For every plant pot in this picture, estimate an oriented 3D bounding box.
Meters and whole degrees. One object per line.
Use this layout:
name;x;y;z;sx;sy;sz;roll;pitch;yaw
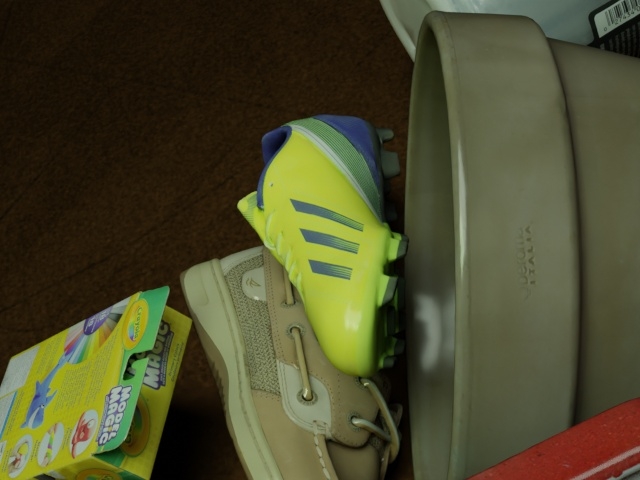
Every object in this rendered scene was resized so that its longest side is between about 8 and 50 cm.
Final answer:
plant pot;0.200;0.019;0.739;0.280;0.323;0.323;-1;54;0

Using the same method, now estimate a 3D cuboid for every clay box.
clay box;-0.170;0.122;0.869;0.222;0.053;0.127;-24;44;44

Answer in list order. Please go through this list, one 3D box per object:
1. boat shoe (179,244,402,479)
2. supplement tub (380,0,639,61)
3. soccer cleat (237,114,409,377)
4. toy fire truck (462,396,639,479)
boat shoe;-0.002;0.119;0.831;0.110;0.121;0.341;-26;49;-1
supplement tub;0.224;-0.243;0.954;0.338;0.207;0.207;-32;52;-4
soccer cleat;0.000;0.001;0.860;0.121;0.093;0.289;0;33;-1
toy fire truck;0.191;0.181;0.604;0.302;0.254;0.169;-26;28;1
